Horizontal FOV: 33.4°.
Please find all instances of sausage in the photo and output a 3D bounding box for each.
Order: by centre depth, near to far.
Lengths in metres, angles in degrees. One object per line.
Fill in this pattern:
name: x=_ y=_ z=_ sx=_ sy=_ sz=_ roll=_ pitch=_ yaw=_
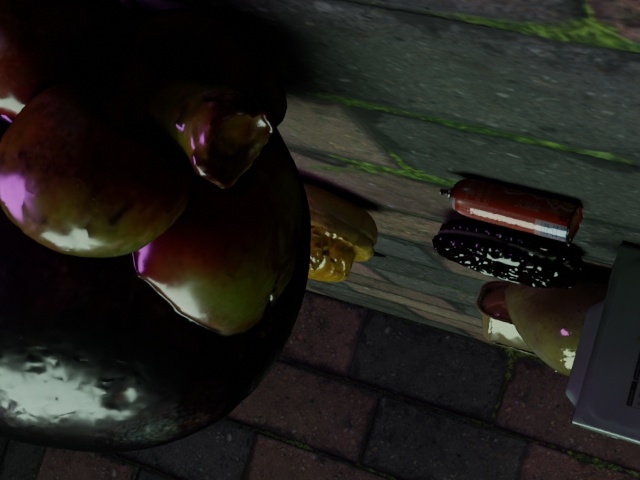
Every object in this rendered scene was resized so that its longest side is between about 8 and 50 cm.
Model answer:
sausage: x=0.190 y=-0.034 z=1.084 sx=0.145 sy=0.048 sz=0.050 roll=15 pitch=-148 yaw=22

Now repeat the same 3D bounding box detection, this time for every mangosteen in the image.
mangosteen: x=-0.183 y=-0.025 z=0.852 sx=0.382 sy=0.382 sz=0.435 roll=18 pitch=157 yaw=-4

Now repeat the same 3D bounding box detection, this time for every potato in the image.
potato: x=0.336 y=0.100 z=1.428 sx=0.194 sy=0.157 sz=0.157 roll=32 pitch=180 yaw=24

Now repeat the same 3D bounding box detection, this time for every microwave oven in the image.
microwave oven: x=0.374 y=0.127 z=1.200 sx=0.162 sy=0.208 sz=0.122 roll=16 pitch=173 yaw=15

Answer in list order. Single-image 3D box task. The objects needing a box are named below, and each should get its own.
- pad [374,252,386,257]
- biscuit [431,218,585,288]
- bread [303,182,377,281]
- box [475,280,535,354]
pad: x=0.000 y=0.000 z=2.055 sx=0.164 sy=0.004 sz=0.243 roll=22 pitch=172 yaw=-29
biscuit: x=0.235 y=0.017 z=1.340 sx=0.194 sy=0.053 sz=0.194 roll=17 pitch=174 yaw=2
bread: x=-0.038 y=-0.020 z=1.470 sx=0.236 sy=0.120 sz=0.198 roll=22 pitch=171 yaw=-34
box: x=0.343 y=0.123 z=1.753 sx=0.177 sy=0.111 sz=0.111 roll=16 pitch=173 yaw=12
